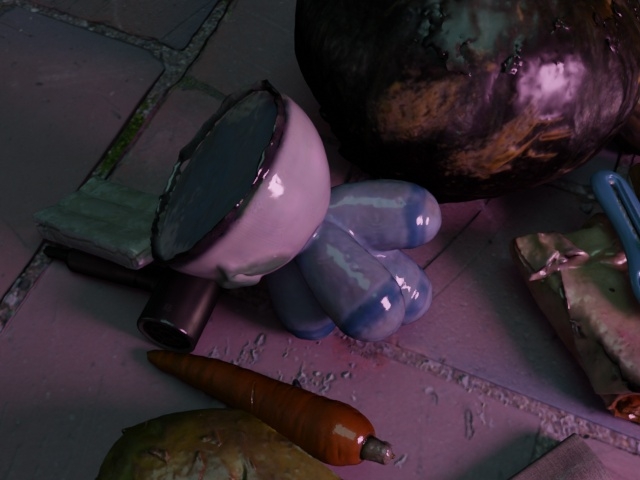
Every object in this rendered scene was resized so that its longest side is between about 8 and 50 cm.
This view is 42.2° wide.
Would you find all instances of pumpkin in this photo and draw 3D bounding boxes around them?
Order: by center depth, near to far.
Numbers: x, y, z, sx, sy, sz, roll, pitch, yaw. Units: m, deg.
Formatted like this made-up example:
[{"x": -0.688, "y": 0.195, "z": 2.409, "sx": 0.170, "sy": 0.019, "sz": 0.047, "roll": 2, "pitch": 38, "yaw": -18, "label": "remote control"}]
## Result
[{"x": 0.189, "y": -0.260, "z": 1.070, "sx": 0.454, "sy": 0.344, "sz": 0.455, "roll": 2, "pitch": 56, "yaw": -3, "label": "pumpkin"}]

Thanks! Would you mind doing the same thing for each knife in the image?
[{"x": 0.376, "y": 0.001, "z": 0.987, "sx": 0.064, "sy": 0.031, "sz": 0.222, "roll": -4, "pitch": 55, "yaw": -12, "label": "knife"}]

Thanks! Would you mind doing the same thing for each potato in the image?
[{"x": -0.084, "y": 0.267, "z": 0.862, "sx": 0.298, "sy": 0.141, "sz": 0.176, "roll": 12, "pitch": 71, "yaw": -2, "label": "potato"}]

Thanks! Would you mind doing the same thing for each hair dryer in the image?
[{"x": -0.232, "y": 0.019, "z": 1.055, "sx": 0.248, "sy": 0.078, "sz": 0.196, "roll": 14, "pitch": 57, "yaw": 14, "label": "hair dryer"}]

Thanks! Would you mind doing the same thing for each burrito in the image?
[{"x": 0.372, "y": 0.113, "z": 0.986, "sx": 0.175, "sy": 0.107, "sz": 0.348, "roll": -29, "pitch": 64, "yaw": -9, "label": "burrito"}]

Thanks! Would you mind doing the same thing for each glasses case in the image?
[{"x": 0.218, "y": 0.293, "z": 0.902, "sx": 0.204, "sy": 0.047, "sz": 0.071, "roll": -28, "pitch": 64, "yaw": -18, "label": "glasses case"}]

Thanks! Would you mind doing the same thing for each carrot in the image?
[{"x": -0.065, "y": 0.180, "z": 0.938, "sx": 0.335, "sy": 0.069, "sz": 0.069, "roll": 18, "pitch": 58, "yaw": 28, "label": "carrot"}]

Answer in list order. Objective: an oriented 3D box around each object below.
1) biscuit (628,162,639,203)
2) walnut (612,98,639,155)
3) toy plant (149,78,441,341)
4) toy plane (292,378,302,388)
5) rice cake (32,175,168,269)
[{"x": 0.514, "y": -0.006, "z": 1.053, "sx": 0.301, "sy": 0.043, "sz": 0.278, "roll": 38, "pitch": 53, "yaw": 1, "label": "biscuit"}, {"x": 0.460, "y": -0.191, "z": 1.159, "sx": 0.162, "sy": 0.140, "sz": 0.140, "roll": 43, "pitch": 66, "yaw": 6, "label": "walnut"}, {"x": 0.000, "y": 0.000, "z": 0.962, "sx": 0.332, "sy": 0.247, "sz": 0.247, "roll": 33, "pitch": 54, "yaw": -28, "label": "toy plant"}, {"x": -0.022, "y": 0.201, "z": 0.962, "sx": 0.078, "sy": 0.031, "sz": 0.083, "roll": -10, "pitch": 59, "yaw": -7, "label": "toy plane"}, {"x": -0.253, "y": -0.023, "z": 1.041, "sx": 0.211, "sy": 0.038, "sz": 0.124, "roll": 20, "pitch": 47, "yaw": 40, "label": "rice cake"}]
